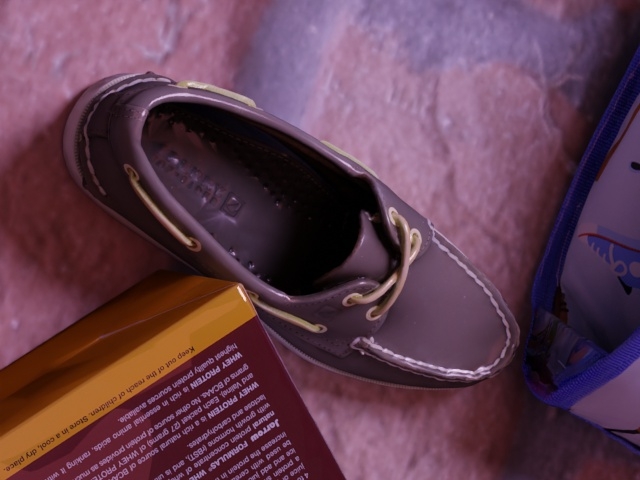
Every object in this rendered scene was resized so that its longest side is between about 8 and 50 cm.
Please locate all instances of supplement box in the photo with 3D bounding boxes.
[{"bbox_3d":[-0.097,0.149,0.942,0.191,0.129,0.194,-33,105,-19],"label":"supplement box"}]

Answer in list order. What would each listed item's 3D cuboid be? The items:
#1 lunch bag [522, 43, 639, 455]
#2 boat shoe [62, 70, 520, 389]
[{"bbox_3d":[0.343,-0.010,1.080,0.327,0.239,0.385,26,98,-23],"label":"lunch bag"},{"bbox_3d":[-0.002,0.004,0.997,0.305,0.091,0.109,31,80,-22],"label":"boat shoe"}]
